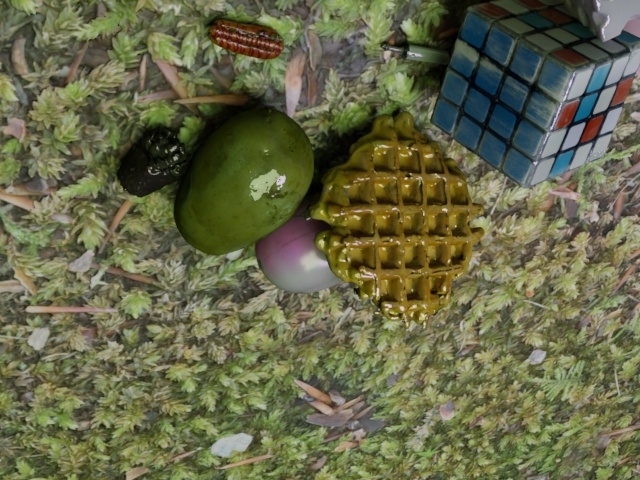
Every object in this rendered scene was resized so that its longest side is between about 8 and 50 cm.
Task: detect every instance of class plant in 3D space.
[{"bbox_3d":[-0.301,-0.141,1.748,0.143,0.094,0.092,-40,142,17],"label":"plant"}]

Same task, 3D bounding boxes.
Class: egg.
[{"bbox_3d":[0.000,0.000,1.921,0.271,0.196,0.196,-18,133,-32],"label":"egg"}]

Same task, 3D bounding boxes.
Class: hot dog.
[{"bbox_3d":[-0.130,-0.354,1.688,0.144,0.038,0.062,9,122,-28],"label":"hot dog"}]

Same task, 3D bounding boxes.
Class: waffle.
[{"bbox_3d":[0.164,-0.037,1.872,0.380,0.095,0.382,44,62,-24],"label":"waffle"}]

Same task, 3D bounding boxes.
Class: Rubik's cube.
[{"bbox_3d":[0.399,-0.286,1.777,0.253,0.259,0.256,-20,138,-38],"label":"Rubik's cube"}]

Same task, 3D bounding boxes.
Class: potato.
[{"bbox_3d":[-0.142,-0.103,1.771,0.216,0.216,0.304,30,107,-37],"label":"potato"}]

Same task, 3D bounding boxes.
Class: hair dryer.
[{"bbox_3d":[0.203,-0.349,1.834,0.198,0.057,0.100,8,122,-18],"label":"hair dryer"}]

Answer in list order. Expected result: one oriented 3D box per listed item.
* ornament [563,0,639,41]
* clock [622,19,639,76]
[{"bbox_3d":[0.522,-0.539,1.665,0.240,0.239,0.239,-26,131,2],"label":"ornament"},{"bbox_3d":[0.702,-0.467,1.926,0.275,0.080,0.290,20,115,-34],"label":"clock"}]
